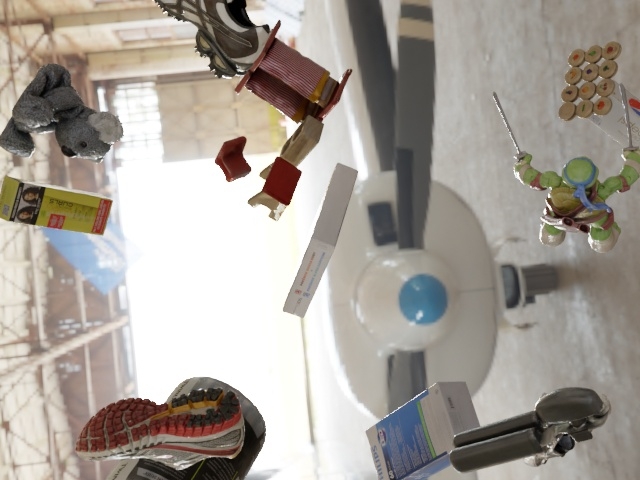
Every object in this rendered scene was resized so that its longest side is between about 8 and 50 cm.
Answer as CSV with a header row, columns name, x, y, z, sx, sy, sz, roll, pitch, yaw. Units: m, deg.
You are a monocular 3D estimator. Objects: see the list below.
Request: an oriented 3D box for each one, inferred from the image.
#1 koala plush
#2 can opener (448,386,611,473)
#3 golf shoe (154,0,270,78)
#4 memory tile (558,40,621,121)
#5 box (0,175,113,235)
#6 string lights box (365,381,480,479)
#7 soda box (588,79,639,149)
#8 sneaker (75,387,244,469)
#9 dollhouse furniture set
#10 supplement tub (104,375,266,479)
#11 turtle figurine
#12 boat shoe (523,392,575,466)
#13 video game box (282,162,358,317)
name,x,y,z,sx,sy,sz,roll,pitch,yaw
koala plush,-0.545,-0.259,1.883,0.196,0.221,0.203,-37,28,51
can opener,0.317,0.287,1.335,0.093,0.280,0.074,51,-145,-13
golf shoe,-0.137,-0.290,1.021,0.198,0.094,0.077,48,-150,-6
memory tile,0.504,-0.299,1.621,0.113,0.012,0.148,0,75,51
box,-0.539,-0.067,1.756,0.232,0.058,0.087,12,-83,-53
string lights box,0.200,0.390,1.704,0.260,0.076,0.133,-45,49,45
soda box,0.632,-0.217,1.702,0.069,0.216,0.074,-49,6,42
sneaker,-0.205,0.258,1.102,0.088,0.225,0.093,-84,-16,-57
dollhouse furniture set,-0.090,-0.254,1.793,0.152,0.201,0.374,-44,21,47
supplement tub,-0.253,0.422,1.534,0.338,0.207,0.207,-54,-31,-47
turtle figurine,0.438,-0.111,1.450,0.266,0.197,0.275,66,-177,-57
boat shoe,0.407,0.342,1.505,0.080,0.076,0.228,-54,-27,-32
video game box,0.000,0.000,1.466,0.205,0.048,0.187,-71,5,-46
